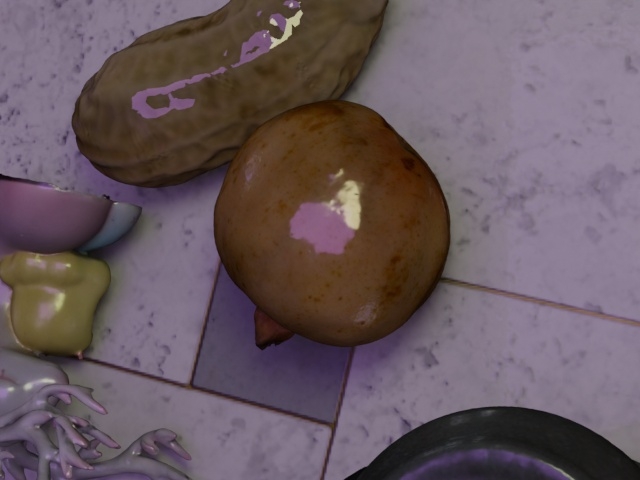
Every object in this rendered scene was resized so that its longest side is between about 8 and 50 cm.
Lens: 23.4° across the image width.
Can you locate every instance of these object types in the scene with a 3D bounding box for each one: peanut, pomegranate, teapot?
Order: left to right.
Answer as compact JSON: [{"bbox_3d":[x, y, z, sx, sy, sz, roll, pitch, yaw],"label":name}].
[{"bbox_3d":[-0.075,-0.155,1.388,0.325,0.140,0.153,-31,30,7],"label":"peanut"},{"bbox_3d":[0.009,-0.013,1.298,0.207,0.207,0.207,-3,82,21],"label":"pomegranate"},{"bbox_3d":[0.184,0.250,1.115,0.300,0.344,0.253,5,86,22],"label":"teapot"}]

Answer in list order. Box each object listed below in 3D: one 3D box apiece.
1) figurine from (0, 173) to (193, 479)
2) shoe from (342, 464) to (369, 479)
[{"bbox_3d":[-0.239,0.107,1.387,0.284,0.206,0.315,10,91,33],"label":"figurine"},{"bbox_3d":[0.010,0.249,1.343,0.159,0.053,0.062,-37,68,16],"label":"shoe"}]
